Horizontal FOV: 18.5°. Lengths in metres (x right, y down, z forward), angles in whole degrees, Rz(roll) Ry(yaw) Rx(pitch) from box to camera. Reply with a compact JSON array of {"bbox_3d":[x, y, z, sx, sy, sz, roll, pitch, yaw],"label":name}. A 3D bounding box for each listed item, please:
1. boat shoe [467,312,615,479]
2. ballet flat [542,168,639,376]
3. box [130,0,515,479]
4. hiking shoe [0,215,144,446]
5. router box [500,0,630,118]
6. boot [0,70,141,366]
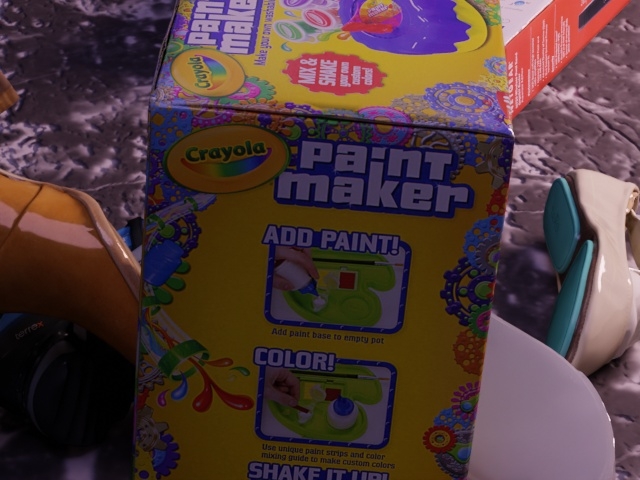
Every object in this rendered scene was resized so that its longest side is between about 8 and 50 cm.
[{"bbox_3d":[0.094,0.120,1.270,0.113,0.105,0.306,-24,32,-19],"label":"boat shoe"},{"bbox_3d":[0.207,0.027,1.424,0.086,0.086,0.248,0,33,7],"label":"ballet flat"},{"bbox_3d":[-0.002,-0.005,1.090,0.177,0.279,0.290,5,29,0],"label":"box"},{"bbox_3d":[-0.142,0.020,1.434,0.132,0.113,0.304,19,40,29],"label":"hiking shoe"},{"bbox_3d":[0.095,-0.244,1.824,0.335,0.082,0.301,16,39,27],"label":"router box"},{"bbox_3d":[-0.239,0.027,1.293,0.211,0.104,0.295,-36,81,-4],"label":"boot"}]
